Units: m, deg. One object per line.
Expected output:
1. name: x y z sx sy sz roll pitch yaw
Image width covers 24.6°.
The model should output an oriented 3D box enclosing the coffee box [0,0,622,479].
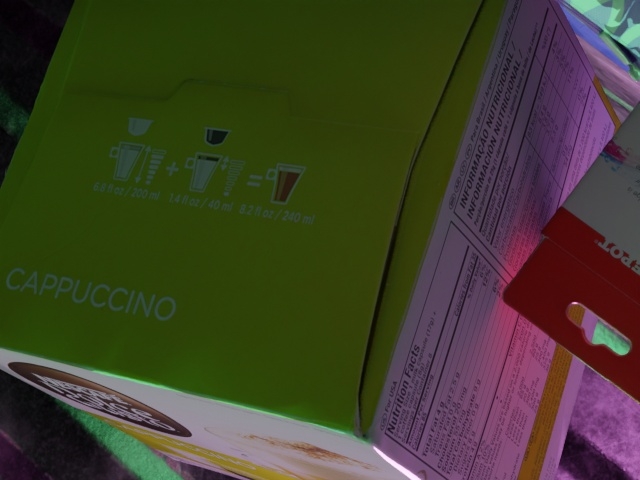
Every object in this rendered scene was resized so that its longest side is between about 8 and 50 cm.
1. coffee box: 0.000 0.000 1.072 0.338 0.338 0.334 10 162 29

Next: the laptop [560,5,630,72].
1. laptop: 0.293 -0.022 1.253 0.236 0.407 0.382 3 -175 3

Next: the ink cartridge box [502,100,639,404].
1. ink cartridge box: 0.238 -0.016 0.947 0.134 0.231 0.078 38 -174 13

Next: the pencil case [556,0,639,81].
1. pencil case: 0.131 -0.165 0.793 0.206 0.088 0.086 38 -176 5
